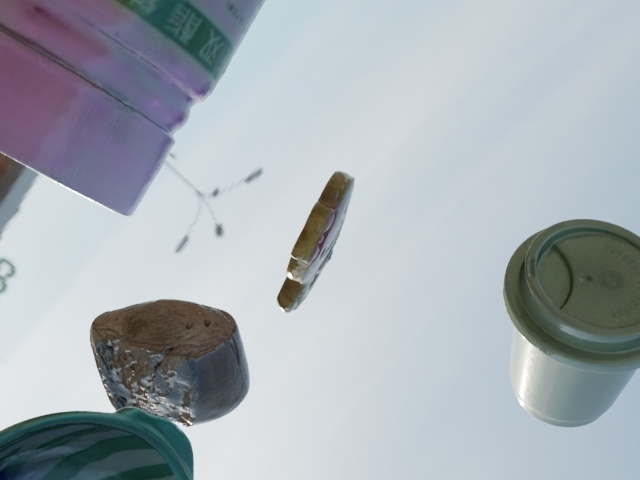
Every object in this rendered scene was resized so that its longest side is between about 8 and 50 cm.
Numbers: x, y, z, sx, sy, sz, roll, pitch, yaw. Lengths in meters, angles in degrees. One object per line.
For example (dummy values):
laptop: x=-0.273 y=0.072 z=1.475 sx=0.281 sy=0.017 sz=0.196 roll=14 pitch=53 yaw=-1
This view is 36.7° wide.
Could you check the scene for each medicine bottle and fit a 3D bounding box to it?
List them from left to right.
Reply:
medicine bottle: x=-0.163 y=-0.206 z=0.797 sx=0.326 sy=0.212 sz=0.212 roll=-59 pitch=-158 yaw=-3

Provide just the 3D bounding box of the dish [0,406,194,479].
dish: x=-0.178 y=0.184 z=0.564 sx=0.078 sy=0.246 sz=0.224 roll=4 pitch=-126 yaw=46

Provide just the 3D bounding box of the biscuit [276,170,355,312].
biscuit: x=0.000 y=0.000 z=1.062 sx=0.166 sy=0.036 sz=0.225 roll=-62 pitch=176 yaw=-22

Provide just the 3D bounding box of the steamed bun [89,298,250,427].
steamed bun: x=-0.173 y=0.140 z=1.110 sx=0.175 sy=0.145 sz=0.106 roll=1 pitch=-135 yaw=6

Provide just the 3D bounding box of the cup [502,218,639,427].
cup: x=0.180 y=0.066 z=0.680 sx=0.141 sy=0.120 sz=0.120 roll=94 pitch=17 yaw=-49
